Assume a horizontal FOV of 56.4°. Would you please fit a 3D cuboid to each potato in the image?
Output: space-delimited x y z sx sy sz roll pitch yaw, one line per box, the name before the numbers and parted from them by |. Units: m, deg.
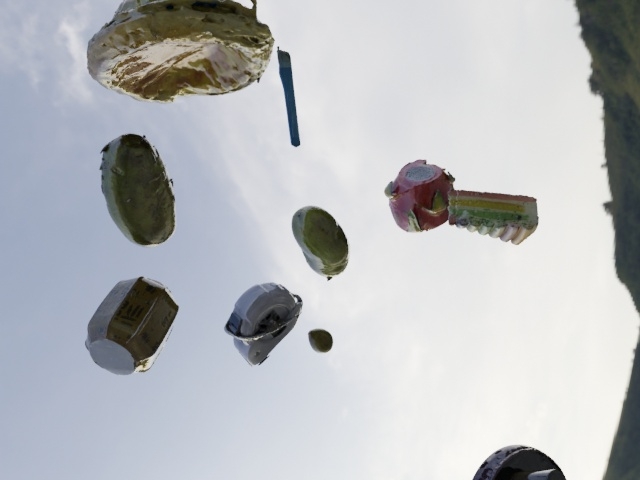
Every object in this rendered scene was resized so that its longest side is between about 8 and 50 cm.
potato | 0.000 0.000 1.785 0.248 0.143 0.169 54 -167 -38
potato | -0.371 -0.096 1.224 0.149 0.113 0.252 -43 -45 -46

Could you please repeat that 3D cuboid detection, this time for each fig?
fig | -0.003 0.298 1.798 0.088 0.074 0.074 43 -118 -21

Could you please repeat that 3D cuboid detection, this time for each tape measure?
tape measure | -0.159 0.213 1.657 0.236 0.120 0.197 -44 -43 -11

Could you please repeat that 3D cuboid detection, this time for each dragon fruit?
dragon fruit | 0.387 -0.184 2.289 0.291 0.290 0.189 -54 -43 -30

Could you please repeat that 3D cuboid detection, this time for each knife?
knife | -0.092 -0.412 1.717 0.044 0.026 0.297 -3 -96 -37

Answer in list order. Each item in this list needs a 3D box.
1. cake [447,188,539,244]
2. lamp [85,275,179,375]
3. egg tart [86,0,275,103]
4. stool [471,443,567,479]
cake | 0.431 -0.059 1.519 0.090 0.225 0.110 82 -162 -59
lamp | -0.386 0.175 1.233 0.185 0.161 0.161 -71 -32 -52
egg tart | -0.282 -0.402 1.210 0.387 0.387 0.169 -3 -102 -51
stool | 0.447 0.564 1.208 0.271 0.178 0.272 3 -98 -24
